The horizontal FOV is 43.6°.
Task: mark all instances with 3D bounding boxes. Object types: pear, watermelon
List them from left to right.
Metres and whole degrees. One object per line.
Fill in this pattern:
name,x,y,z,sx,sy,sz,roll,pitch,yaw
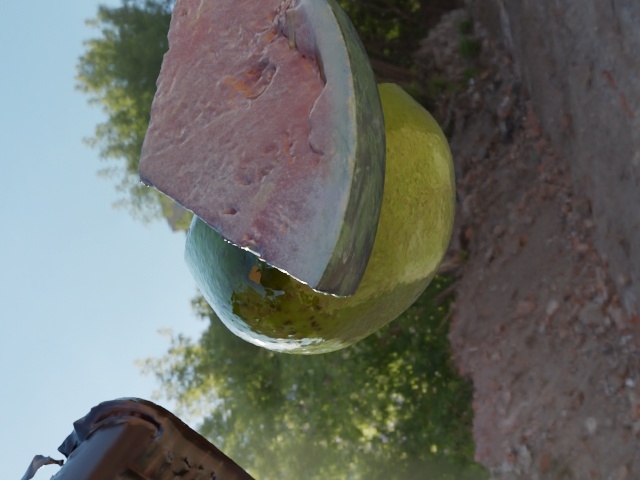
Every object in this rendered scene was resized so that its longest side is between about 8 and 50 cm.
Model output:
watermelon,-0.036,-0.089,0.584,0.256,0.176,0.260,158,124,-73
pear,0.000,0.000,0.883,0.238,0.342,0.318,49,-163,7

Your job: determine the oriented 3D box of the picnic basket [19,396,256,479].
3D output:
picnic basket,-0.089,0.256,0.464,0.297,0.222,0.129,44,-160,-2
